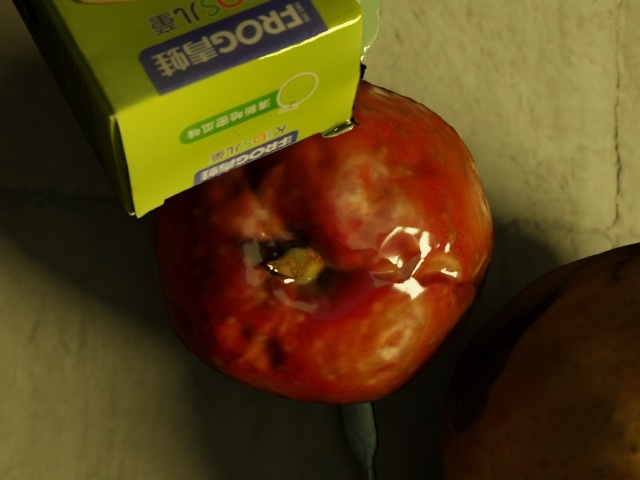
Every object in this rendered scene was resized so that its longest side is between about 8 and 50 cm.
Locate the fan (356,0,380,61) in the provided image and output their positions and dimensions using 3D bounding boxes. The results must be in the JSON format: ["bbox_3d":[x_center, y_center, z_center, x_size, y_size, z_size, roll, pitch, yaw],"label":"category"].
[{"bbox_3d":[-0.021,-0.163,0.632,0.131,0.009,0.240,5,87,-22],"label":"fan"}]

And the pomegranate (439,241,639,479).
[{"bbox_3d":[0.190,0.136,0.564,0.281,0.281,0.281,0,89,-20],"label":"pomegranate"}]

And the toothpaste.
[{"bbox_3d":[-0.107,-0.171,0.485,0.110,0.077,0.327,-24,66,-17],"label":"toothpaste"}]

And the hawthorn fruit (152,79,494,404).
[{"bbox_3d":[0.000,0.000,0.532,0.179,0.200,0.179,0,93,3],"label":"hawthorn fruit"}]

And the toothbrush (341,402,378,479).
[{"bbox_3d":[0.045,0.231,0.635,0.023,0.031,0.320,-9,92,8],"label":"toothbrush"}]
